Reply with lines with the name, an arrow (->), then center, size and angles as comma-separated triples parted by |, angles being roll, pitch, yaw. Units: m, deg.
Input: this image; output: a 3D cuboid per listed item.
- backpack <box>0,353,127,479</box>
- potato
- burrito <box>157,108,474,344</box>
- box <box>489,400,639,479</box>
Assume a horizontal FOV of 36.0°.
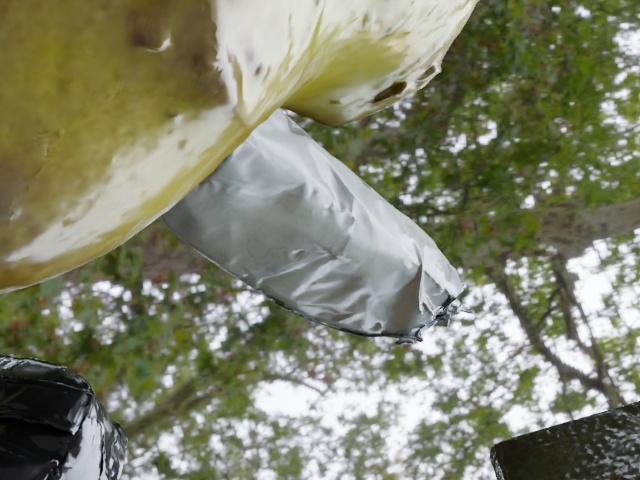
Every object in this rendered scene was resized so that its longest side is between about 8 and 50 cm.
backpack -> -0.190, 0.126, 0.567 | 0.165, 0.120, 0.106 | 8, -33, 32
potato -> -0.126, -0.100, 0.547 | 0.290, 0.397, 0.296 | 24, -90, 35
burrito -> 0.000, 0.000, 0.860 | 0.139, 0.445, 0.101 | -38, -134, 18
box -> 0.291, 0.322, 0.983 | 0.143, 0.184, 0.273 | -96, 168, -67
